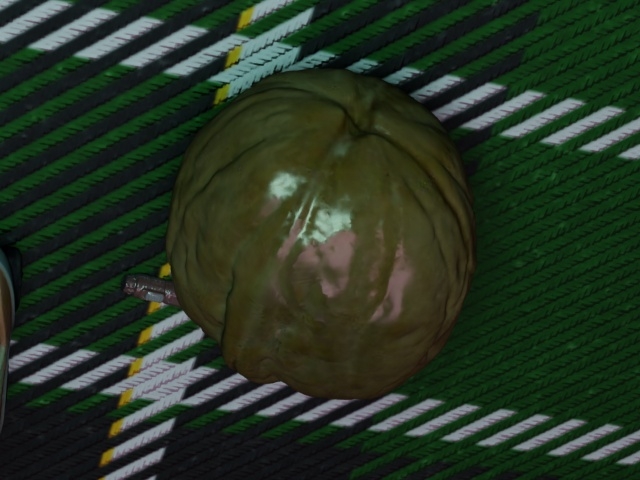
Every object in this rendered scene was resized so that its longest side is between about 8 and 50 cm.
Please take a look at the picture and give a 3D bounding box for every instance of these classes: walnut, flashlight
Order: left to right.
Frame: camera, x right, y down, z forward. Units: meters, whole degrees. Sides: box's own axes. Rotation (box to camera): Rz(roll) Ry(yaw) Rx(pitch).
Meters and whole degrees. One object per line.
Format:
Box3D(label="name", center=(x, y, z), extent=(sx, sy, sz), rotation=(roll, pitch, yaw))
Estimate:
Box3D(label="flashlight", center=(-0.142, 0.054, 1.933), extent=(0.110, 0.031, 0.052), rotation=(13, 124, -19))
Box3D(label="walnut", center=(-0.001, 0.001, 1.782), extent=(0.277, 0.252, 0.313), rotation=(8, 135, -15))

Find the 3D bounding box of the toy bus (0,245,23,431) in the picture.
Box3D(label="toy bus", center=(-0.376, 0.132, 1.831), extent=(0.194, 0.232, 0.288), rotation=(3, 124, -16))
